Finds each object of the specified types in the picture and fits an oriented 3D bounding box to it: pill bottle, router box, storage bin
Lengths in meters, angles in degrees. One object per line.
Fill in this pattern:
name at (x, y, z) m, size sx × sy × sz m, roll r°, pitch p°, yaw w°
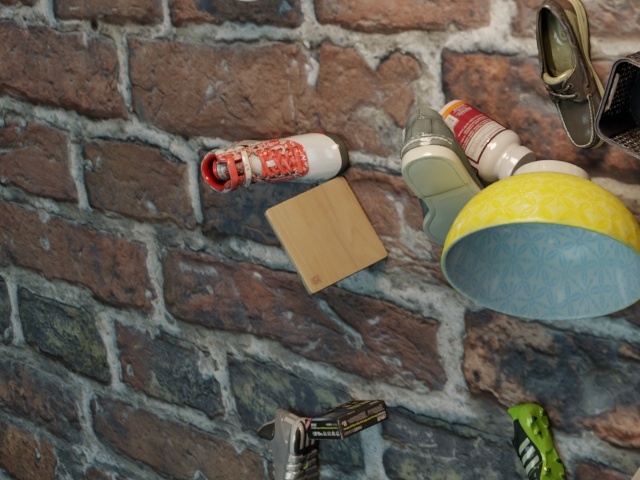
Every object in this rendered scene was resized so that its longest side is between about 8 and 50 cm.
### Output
pill bottle at (0.242, -0.140, 1.907) m, size 0.152 × 0.086 × 0.086 m, roll 37°, pitch 130°, yaw 29°
router box at (0.046, 0.321, 2.288) m, size 0.092 × 0.122 × 0.038 m, roll -9°, pitch 96°, yaw 47°
storage bin at (0.465, -0.164, 1.668) m, size 0.180 × 0.084 × 0.122 m, roll 33°, pitch 128°, yaw 31°

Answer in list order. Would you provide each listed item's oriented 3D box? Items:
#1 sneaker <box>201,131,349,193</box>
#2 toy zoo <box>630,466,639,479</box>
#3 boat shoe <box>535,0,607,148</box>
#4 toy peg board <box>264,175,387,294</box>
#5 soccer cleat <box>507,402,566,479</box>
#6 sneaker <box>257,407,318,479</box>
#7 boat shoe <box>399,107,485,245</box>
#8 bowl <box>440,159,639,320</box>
sneaker at (-0.087, -0.129, 2.210) m, size 0.270 × 0.145 × 0.090 m, roll 4°, pitch 110°, yaw 45°
toy zoo at (0.583, 0.418, 1.843) m, size 0.293 × 0.030 × 0.192 m, roll 43°, pitch 133°, yaw 25°
boat shoe at (0.340, -0.230, 1.775) m, size 0.080 × 0.073 × 0.223 m, roll -1°, pitch 106°, yaw 46°
toy peg board at (0.000, 0.000, 2.178) m, size 0.161 × 0.161 × 0.079 m, roll 60°, pitch 154°, yaw 8°
soccer cleat at (0.345, 0.346, 2.045) m, size 0.072 × 0.060 × 0.178 m, roll -9°, pitch 95°, yaw 57°
sneaker at (-0.072, 0.431, 2.502) m, size 0.132 × 0.086 × 0.228 m, roll 26°, pitch 114°, yaw 42°
boat shoe at (0.191, -0.087, 1.899) m, size 0.116 × 0.319 × 0.099 m, roll -13°, pitch 62°, yaw 15°
bowl at (0.322, -0.018, 1.804) m, size 0.289 × 0.289 × 0.156 m, roll -29°, pitch 42°, yaw 48°
